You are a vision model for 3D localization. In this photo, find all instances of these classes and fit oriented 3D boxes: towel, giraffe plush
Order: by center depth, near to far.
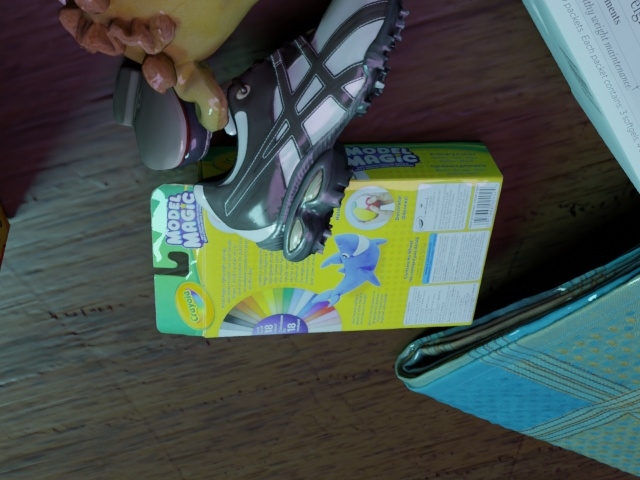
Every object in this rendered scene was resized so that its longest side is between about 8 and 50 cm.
[{"bbox_3d":[-0.067,-0.153,0.429,0.181,0.170,0.210,24,120,-27],"label":"giraffe plush"},{"bbox_3d":[0.279,0.116,0.741,0.370,0.040,0.271,24,144,-28],"label":"towel"}]

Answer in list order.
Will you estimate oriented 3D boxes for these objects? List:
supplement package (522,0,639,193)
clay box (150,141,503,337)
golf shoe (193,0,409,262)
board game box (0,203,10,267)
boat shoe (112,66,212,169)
[{"bbox_3d":[0.208,-0.161,0.491,0.203,0.149,0.194,-31,127,15],"label":"supplement package"},{"bbox_3d":[0.000,0.000,0.639,0.222,0.053,0.127,-1,126,-8],"label":"clay box"},{"bbox_3d":[-0.011,-0.090,0.535,0.094,0.077,0.198,21,96,0],"label":"golf shoe"},{"bbox_3d":[-0.367,-0.006,0.368,0.357,0.356,0.356,-10,129,-3],"label":"board game box"},{"bbox_3d":[-0.080,-0.069,0.521,0.043,0.137,0.049,8,104,-25],"label":"boat shoe"}]
